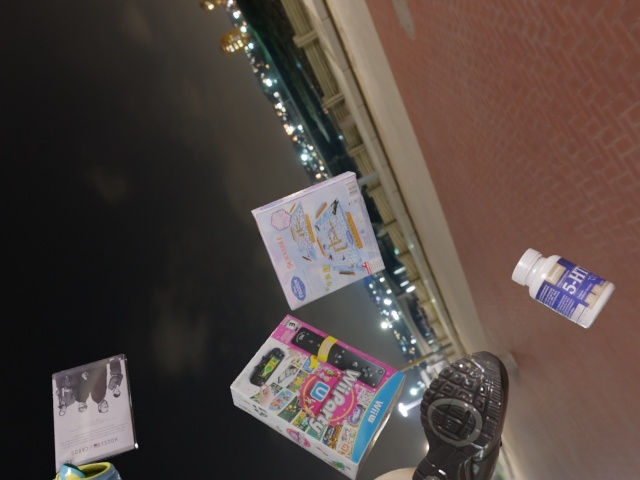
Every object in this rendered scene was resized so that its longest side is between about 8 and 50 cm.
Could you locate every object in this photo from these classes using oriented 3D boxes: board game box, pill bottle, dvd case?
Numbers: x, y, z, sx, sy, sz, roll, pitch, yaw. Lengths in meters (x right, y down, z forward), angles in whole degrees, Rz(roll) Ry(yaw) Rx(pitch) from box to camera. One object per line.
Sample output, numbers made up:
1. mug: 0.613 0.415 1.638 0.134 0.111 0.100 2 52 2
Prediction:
1. board game box: 0.000 0.000 1.466 0.066 0.318 0.319 -141 30 -68
2. board game box: -0.003 0.322 1.058 0.303 0.224 0.098 24 140 20
3. pill bottle: 0.531 0.098 1.091 0.186 0.112 0.112 33 169 30
4. dvd case: -0.552 0.414 1.197 0.030 0.179 0.239 93 160 -59

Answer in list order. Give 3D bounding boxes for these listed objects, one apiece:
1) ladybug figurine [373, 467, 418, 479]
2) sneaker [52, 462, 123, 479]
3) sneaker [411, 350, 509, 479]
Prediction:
1. ladybug figurine: 0.281 0.706 1.111 0.449 0.305 0.162 31 179 -10
2. sneaker: -0.541 0.584 0.999 0.127 0.319 0.208 -8 107 47
3. sneaker: 0.211 0.278 0.710 0.109 0.130 0.286 29 119 40
